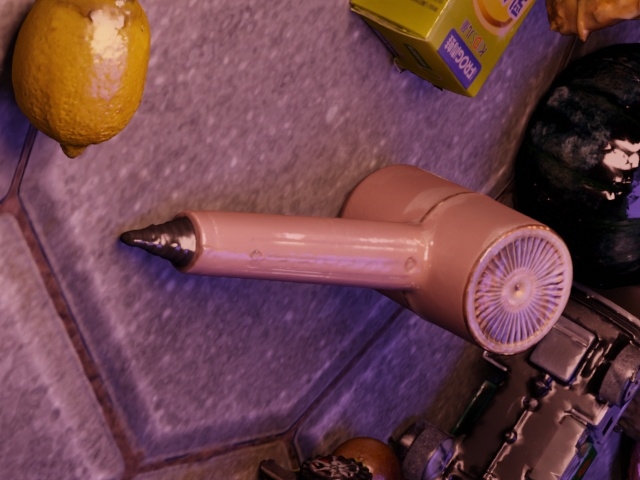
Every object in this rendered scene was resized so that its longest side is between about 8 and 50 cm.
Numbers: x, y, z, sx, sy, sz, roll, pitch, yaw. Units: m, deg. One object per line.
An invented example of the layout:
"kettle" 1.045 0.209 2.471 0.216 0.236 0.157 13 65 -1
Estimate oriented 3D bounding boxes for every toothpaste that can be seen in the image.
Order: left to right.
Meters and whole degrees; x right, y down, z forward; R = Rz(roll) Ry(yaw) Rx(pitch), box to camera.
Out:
"toothpaste" 0.152 -0.271 1.391 0.327 0.077 0.110 -58 151 -5

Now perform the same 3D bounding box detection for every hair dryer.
"hair dryer" 0.000 0.000 1.358 0.344 0.189 0.107 6 105 -36

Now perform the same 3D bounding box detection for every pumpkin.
"pumpkin" 0.279 -0.066 1.684 0.233 0.163 0.233 -36 140 -37

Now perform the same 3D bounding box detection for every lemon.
"lemon" -0.140 -0.101 1.084 0.082 0.082 0.111 -12 125 -53

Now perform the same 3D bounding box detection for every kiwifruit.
"kiwifruit" 0.040 0.220 1.655 0.075 0.075 0.124 -51 155 -17

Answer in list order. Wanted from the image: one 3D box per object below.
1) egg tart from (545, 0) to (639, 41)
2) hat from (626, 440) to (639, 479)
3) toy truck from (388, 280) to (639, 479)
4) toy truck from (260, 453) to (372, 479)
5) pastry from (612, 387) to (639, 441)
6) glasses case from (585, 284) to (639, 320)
"egg tart" 0.306 -0.279 1.411 0.345 0.132 0.345 -49 -163 21
"hat" 0.458 0.307 2.347 0.236 0.107 0.286 -16 124 -39
"toy truck" 0.177 0.214 1.782 0.363 0.176 0.178 -58 160 -3
"toy truck" -0.059 0.255 1.492 0.286 0.111 0.136 -16 119 -49
"pastry" 0.426 0.095 2.082 0.329 0.136 0.330 -40 146 -34
"glasses case" 0.358 0.084 1.766 0.076 0.144 0.336 -30 -173 -8
